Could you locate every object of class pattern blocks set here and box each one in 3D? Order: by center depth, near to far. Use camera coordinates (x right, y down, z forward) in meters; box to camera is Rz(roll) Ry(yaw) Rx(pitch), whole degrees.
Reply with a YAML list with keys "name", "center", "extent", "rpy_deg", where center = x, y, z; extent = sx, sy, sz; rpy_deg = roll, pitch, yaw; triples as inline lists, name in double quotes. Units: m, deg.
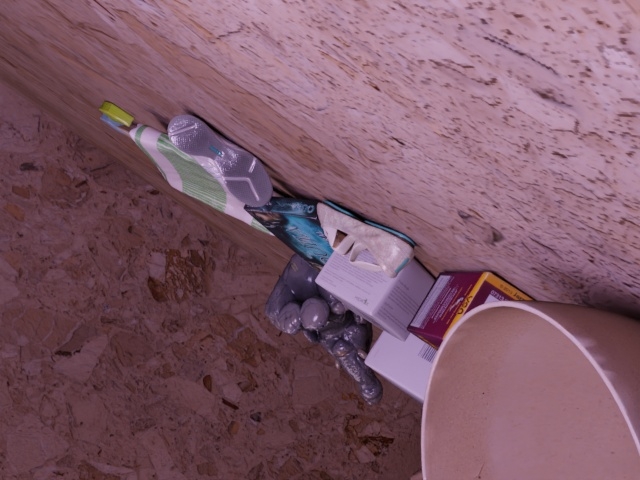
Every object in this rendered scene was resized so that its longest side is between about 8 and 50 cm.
- name: "pattern blocks set"
  center: [-0.262, -0.147, 1.614]
  extent: [0.285, 0.026, 0.325]
  rpy_deg: [36, 174, -25]

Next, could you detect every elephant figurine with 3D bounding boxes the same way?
- name: "elephant figurine"
  center: [0.028, 0.132, 1.569]
  extent: [0.169, 0.186, 0.239]
  rpy_deg: [23, 168, 46]

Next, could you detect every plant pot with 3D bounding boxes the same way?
- name: "plant pot"
  center: [0.224, 0.179, 0.682]
  extent: [0.190, 0.284, 0.284]
  rpy_deg: [-3, -171, -22]

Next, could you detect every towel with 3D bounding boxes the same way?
- name: "towel"
  center: [-0.117, -0.059, 1.380]
  extent: [0.324, 0.038, 0.248]
  rpy_deg: [30, 170, 10]

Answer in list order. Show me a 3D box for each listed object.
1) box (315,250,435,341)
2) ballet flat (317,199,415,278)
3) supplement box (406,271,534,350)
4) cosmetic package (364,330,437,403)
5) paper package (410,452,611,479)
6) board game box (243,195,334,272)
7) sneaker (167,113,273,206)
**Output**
- name: "box"
  center: [0.070, 0.052, 1.134]
  extent: [0.102, 0.087, 0.101]
  rpy_deg: [30, 173, 37]
- name: "ballet flat"
  center: [0.038, -0.002, 1.043]
  extent: [0.057, 0.052, 0.168]
  rpy_deg: [37, 173, -37]
- name: "supplement box"
  center: [0.168, 0.091, 0.963]
  extent: [0.104, 0.081, 0.188]
  rpy_deg: [33, 175, -4]
- name: "cosmetic package"
  center: [0.222, 0.194, 1.249]
  extent: [0.224, 0.138, 0.224]
  rpy_deg: [36, 174, -37]
- name: "paper package"
  center: [0.261, 0.320, 0.924]
  extent: [0.325, 0.168, 0.309]
  rpy_deg: [57, 168, 13]
- name: "board game box"
  center: [0.000, 0.000, 1.216]
  extent: [0.126, 0.026, 0.186]
  rpy_deg: [8, 157, 40]
- name: "sneaker"
  center: [-0.118, -0.100, 1.127]
  extent: [0.152, 0.054, 0.061]
  rpy_deg: [41, -178, -13]
